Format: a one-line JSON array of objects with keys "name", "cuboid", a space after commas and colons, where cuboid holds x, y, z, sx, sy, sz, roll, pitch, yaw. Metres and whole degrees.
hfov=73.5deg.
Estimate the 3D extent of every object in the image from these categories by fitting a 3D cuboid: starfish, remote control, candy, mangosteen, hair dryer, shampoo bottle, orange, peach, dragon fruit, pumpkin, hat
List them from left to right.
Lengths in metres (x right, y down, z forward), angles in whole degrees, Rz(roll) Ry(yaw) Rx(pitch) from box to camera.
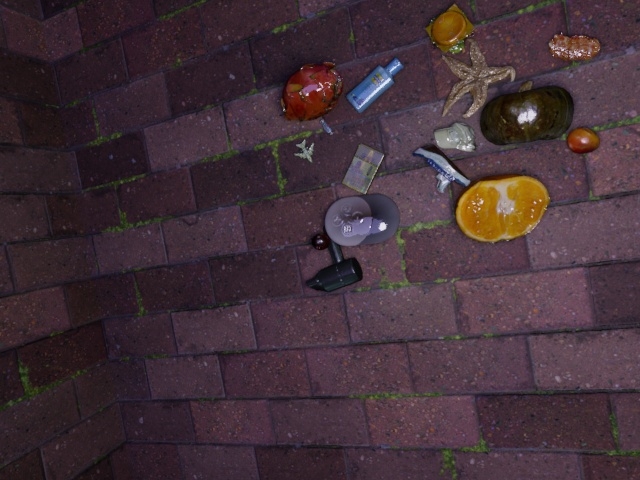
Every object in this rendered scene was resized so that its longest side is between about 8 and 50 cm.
[{"name": "dragon fruit", "cuboid": [-0.042, -0.629, 1.831, 0.250, 0.315, 0.250, 4, 76, -17]}, {"name": "mangosteen", "cuboid": [0.000, 0.003, 1.900, 0.081, 0.081, 0.080, 2, 96, 20]}, {"name": "candy", "cuboid": [0.026, -0.509, 1.932, 0.030, 0.020, 0.083, -35, 85, 20]}, {"name": "hair dryer", "cuboid": [0.033, 0.079, 1.961, 0.244, 0.116, 0.302, -21, 77, 20]}, {"name": "remote control", "cuboid": [0.179, -0.089, 1.866, 0.332, 0.103, 0.221, -6, 80, 13]}, {"name": "shampoo bottle", "cuboid": [0.235, -0.665, 1.819, 0.258, 0.061, 0.104, -39, 83, 19]}, {"name": "hat", "cuboid": [0.547, -0.418, 1.736, 0.166, 0.081, 0.122, 2, 136, 34]}, {"name": "starfish", "cuboid": [0.591, -0.644, 1.695, 0.299, 0.060, 0.302, -25, 74, 27]}, {"name": "orange", "cuboid": [0.665, -0.126, 1.623, 0.310, 0.274, 0.274, -26, 85, -23]}, {"name": "pumpkin", "cuboid": [0.759, -0.477, 1.565, 0.325, 0.232, 0.242, -9, 90, 17]}, {"name": "peach", "cuboid": [0.962, -0.362, 1.567, 0.101, 0.101, 0.100, 2, 96, 20]}]

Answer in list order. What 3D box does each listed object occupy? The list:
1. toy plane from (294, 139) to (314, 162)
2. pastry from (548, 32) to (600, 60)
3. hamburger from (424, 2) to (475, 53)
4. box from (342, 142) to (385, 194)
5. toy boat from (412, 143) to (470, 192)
[{"name": "toy plane", "cuboid": [-0.067, -0.405, 1.967, 0.102, 0.040, 0.111, -30, 83, 10]}, {"name": "pastry", "cuboid": [0.923, -0.700, 1.570, 0.169, 0.063, 0.087, 21, 93, 22]}, {"name": "hamburger", "cuboid": [0.510, -0.815, 1.680, 0.164, 0.093, 0.189, -24, 75, 23]}, {"name": "box", "cuboid": [0.190, -0.315, 1.890, 0.121, 0.030, 0.193, 28, 105, 15]}, {"name": "toy boat", "cuboid": [0.484, -0.283, 1.742, 0.262, 0.114, 0.115, 49, 113, 10]}]
